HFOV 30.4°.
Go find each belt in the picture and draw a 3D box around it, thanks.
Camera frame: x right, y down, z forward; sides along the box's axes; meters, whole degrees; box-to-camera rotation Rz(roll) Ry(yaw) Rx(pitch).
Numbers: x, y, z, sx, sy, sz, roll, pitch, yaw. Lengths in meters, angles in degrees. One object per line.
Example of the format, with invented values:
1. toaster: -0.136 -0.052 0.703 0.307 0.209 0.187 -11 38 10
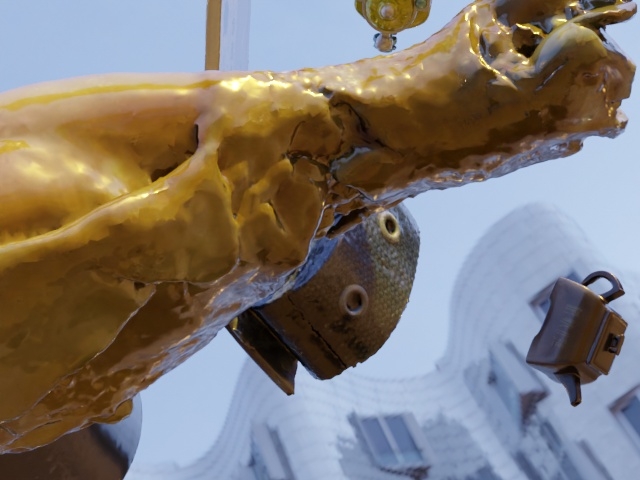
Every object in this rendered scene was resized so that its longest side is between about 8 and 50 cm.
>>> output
1. belt: 0.000 0.000 0.960 0.122 0.218 0.128 -25 -64 29

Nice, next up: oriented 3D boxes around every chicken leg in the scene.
1. chicken leg: -0.034 -0.025 0.542 0.429 0.153 0.201 -22 -16 -5

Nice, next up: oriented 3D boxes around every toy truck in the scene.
1. toy truck: 0.055 -0.184 0.870 0.076 0.111 0.077 12 -62 5

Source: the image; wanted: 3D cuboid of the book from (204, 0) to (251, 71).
1. book: -0.119 -0.220 1.513 0.021 0.310 0.217 4 -76 2

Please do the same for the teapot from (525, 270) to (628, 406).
1. teapot: 0.334 0.121 1.468 0.087 0.096 0.177 33 -104 -41

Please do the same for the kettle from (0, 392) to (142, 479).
1. kettle: -0.292 0.083 0.842 0.262 0.203 0.308 -16 -35 -2
